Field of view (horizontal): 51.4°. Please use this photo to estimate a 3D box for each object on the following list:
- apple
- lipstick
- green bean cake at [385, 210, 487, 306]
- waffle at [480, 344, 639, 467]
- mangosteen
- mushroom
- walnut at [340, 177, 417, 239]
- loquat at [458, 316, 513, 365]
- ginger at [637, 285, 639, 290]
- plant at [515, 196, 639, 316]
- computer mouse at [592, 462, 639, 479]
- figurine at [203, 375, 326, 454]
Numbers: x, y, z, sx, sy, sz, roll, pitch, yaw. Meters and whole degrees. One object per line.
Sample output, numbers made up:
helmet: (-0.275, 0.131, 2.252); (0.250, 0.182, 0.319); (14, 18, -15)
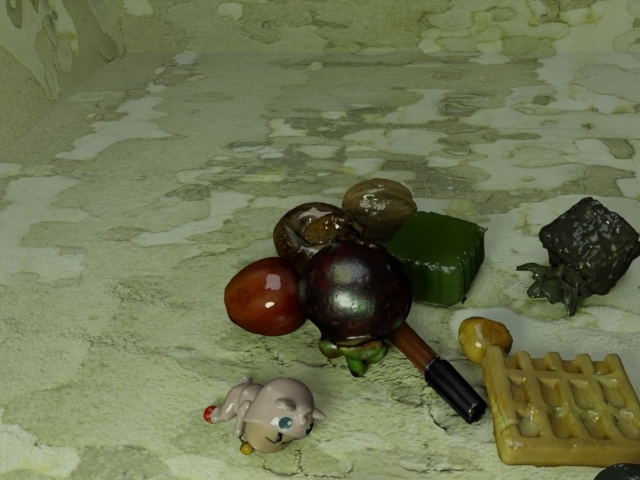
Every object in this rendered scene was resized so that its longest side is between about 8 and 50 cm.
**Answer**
apple: (-0.136, 0.156, 1.784); (0.233, 0.234, 0.234); (-4, 37, 3)
lipstick: (0.258, 0.292, 1.653); (0.077, 0.077, 0.418); (-22, 38, -19)
green bean cake: (0.324, 0.048, 1.896); (0.246, 0.156, 0.250); (14, 42, 27)
waffle: (0.548, 0.372, 1.477); (0.348, 0.078, 0.304); (2, 35, 0)
mangosteen: (0.085, 0.147, 1.648); (0.311, 0.311, 0.311); (-4, 37, 3)
mushroom: (0.010, 0.008, 1.966); (0.283, 0.195, 0.263); (-2, 42, 34)
walnut: (0.181, -0.100, 2.088); (0.244, 0.198, 0.198); (0, 37, 3)
loquat: (0.413, 0.247, 1.662); (0.137, 0.113, 0.137); (5, 27, -2)
ginger: (0.960, 0.131, 1.705); (0.267, 0.138, 0.152); (16, 47, 20)
plant: (0.692, 0.056, 1.801); (0.312, 0.213, 0.215); (-50, 43, 4)
computer mouse: (0.643, 0.506, 1.231); (0.269, 0.170, 0.100); (0, 28, 8)
figurine: (-0.128, 0.402, 1.540); (0.287, 0.176, 0.186); (3, 78, 38)
